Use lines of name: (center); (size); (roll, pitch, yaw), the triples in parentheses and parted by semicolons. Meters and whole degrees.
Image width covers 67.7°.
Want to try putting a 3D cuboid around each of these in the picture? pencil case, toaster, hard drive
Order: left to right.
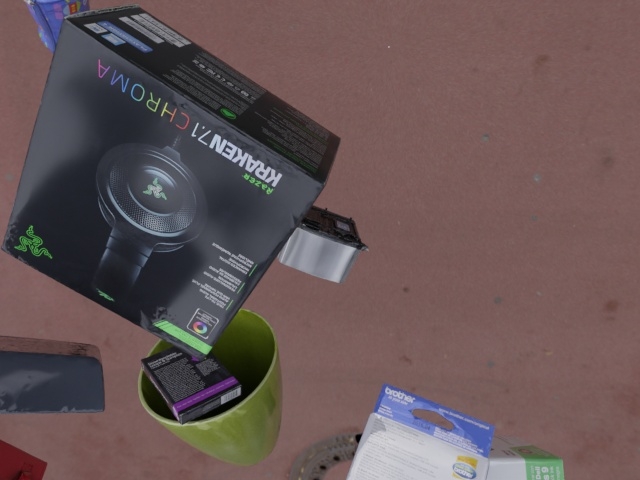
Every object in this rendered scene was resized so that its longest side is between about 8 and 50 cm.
hard drive: (-0.329, 0.116, 0.427); (0.255, 0.172, 0.054); (9, 80, -24)
pencil case: (-0.550, -0.490, 0.999); (0.119, 0.306, 0.133); (32, 77, -16)
toaster: (0.000, 0.000, 1.066); (0.168, 0.185, 0.110); (19, 110, -11)

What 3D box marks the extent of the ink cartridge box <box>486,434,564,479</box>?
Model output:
ink cartridge box: (0.259, 0.437, 0.880); (0.289, 0.211, 0.121); (2, 78, -1)

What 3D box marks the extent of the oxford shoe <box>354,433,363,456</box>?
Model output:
oxford shoe: (0.144, 0.496, 1.125); (0.097, 0.098, 0.271); (-7, 160, -27)

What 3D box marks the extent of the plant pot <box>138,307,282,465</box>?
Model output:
plant pot: (-0.191, 0.342, 1.007); (0.275, 0.274, 0.293); (-5, 128, 10)

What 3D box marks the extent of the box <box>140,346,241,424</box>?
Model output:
box: (-0.232, 0.243, 0.851); (0.162, 0.116, 0.029); (34, 129, 40)

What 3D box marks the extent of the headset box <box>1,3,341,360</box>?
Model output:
headset box: (-0.159, -0.042, 0.502); (0.246, 0.131, 0.283); (32, 120, -9)

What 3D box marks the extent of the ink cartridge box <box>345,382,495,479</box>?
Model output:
ink cartridge box: (0.122, 0.385, 0.683); (0.186, 0.311, 0.065); (16, 152, 20)

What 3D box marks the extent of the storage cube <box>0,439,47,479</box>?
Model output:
storage cube: (-0.682, 0.503, 0.903); (0.193, 0.184, 0.215); (41, 89, -22)
